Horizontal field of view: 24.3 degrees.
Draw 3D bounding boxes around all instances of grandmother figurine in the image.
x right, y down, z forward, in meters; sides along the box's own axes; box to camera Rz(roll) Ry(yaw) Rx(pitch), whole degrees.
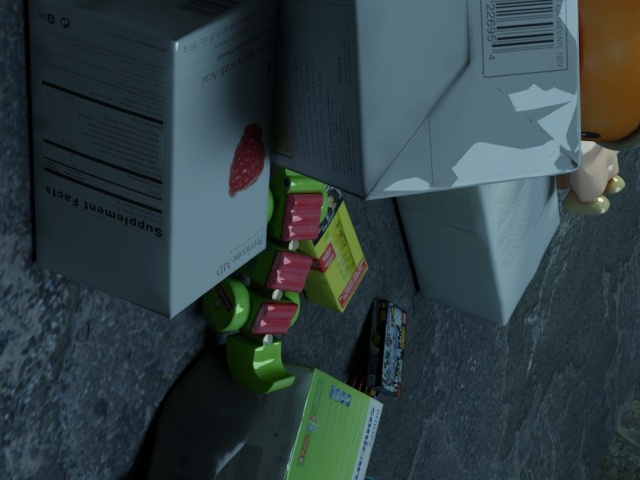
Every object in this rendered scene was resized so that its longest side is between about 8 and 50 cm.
[{"bbox_3d":[0.395,-0.203,2.254,0.208,0.104,0.342,-55,142,-45],"label":"grandmother figurine"}]

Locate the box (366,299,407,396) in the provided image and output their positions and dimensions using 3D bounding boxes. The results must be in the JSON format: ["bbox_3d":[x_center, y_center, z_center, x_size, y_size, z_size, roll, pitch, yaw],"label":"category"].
[{"bbox_3d":[0.104,0.168,2.302,0.094,0.027,0.137,34,59,-65],"label":"box"}]

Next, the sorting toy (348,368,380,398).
[{"bbox_3d":[0.077,0.237,2.330,0.102,0.042,0.061,28,82,-65],"label":"sorting toy"}]

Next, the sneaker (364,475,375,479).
[{"bbox_3d":[0.078,0.464,2.390,0.150,0.135,0.366,-64,155,-6],"label":"sneaker"}]

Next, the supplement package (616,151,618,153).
[{"bbox_3d":[0.444,-0.258,2.510,0.262,0.204,0.145,-38,138,-48],"label":"supplement package"}]

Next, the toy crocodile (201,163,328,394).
[{"bbox_3d":[-0.054,0.019,1.806,0.115,0.105,0.341,4,104,-44],"label":"toy crocodile"}]

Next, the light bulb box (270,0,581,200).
[{"bbox_3d":[0.067,-0.247,1.451,0.225,0.361,0.358,-7,102,-19],"label":"light bulb box"}]

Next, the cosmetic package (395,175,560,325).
[{"bbox_3d":[0.238,-0.098,2.267,0.230,0.161,0.453,-58,151,-26],"label":"cosmetic package"}]

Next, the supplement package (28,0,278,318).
[{"bbox_3d":[-0.162,-0.107,1.454,0.177,0.175,0.293,-39,141,-49],"label":"supplement package"}]

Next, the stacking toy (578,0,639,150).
[{"bbox_3d":[0.186,-0.252,1.883,0.479,0.351,0.351,-12,127,-16],"label":"stacking toy"}]

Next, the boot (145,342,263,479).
[{"bbox_3d":[-0.165,0.269,1.849,0.305,0.112,0.115,-65,-175,-21],"label":"boot"}]

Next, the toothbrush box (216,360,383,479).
[{"bbox_3d":[-0.034,0.286,2.026,0.283,0.122,0.206,35,68,-63],"label":"toothbrush box"}]

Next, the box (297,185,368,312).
[{"bbox_3d":[0.000,0.000,1.987,0.087,0.058,0.232,-59,153,-24],"label":"box"}]
